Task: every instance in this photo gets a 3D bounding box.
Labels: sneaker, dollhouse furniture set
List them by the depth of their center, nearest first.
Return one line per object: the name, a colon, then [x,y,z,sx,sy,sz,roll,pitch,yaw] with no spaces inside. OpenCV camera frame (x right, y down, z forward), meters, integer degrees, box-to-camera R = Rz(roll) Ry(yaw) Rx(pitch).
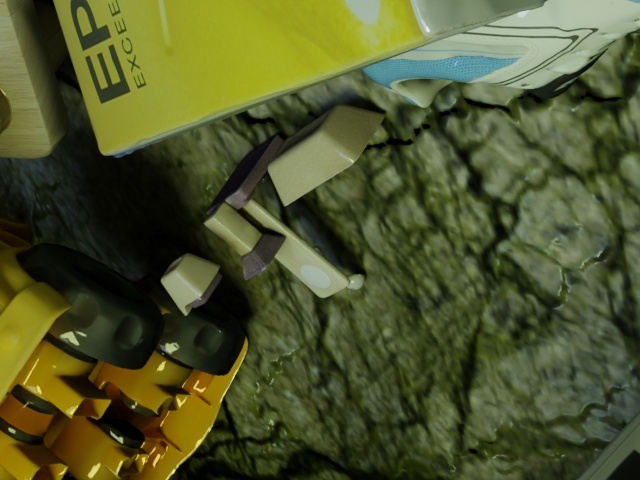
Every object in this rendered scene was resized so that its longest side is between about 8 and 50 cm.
sneaker: [0.093,-0.094,0.633,0.086,0.085,0.237,49,152,-23]
dollhouse furniture set: [0.000,0.000,0.846,0.081,0.091,0.114,41,146,-13]

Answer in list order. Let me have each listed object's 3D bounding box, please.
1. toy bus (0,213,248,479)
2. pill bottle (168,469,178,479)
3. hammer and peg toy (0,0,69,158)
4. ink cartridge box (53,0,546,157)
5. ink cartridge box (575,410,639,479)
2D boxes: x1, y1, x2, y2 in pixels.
toy bus: [-0.174,0.050,0.958,0.211,0.149,0.220,35,-171,24]
pill bottle: [-0.291,0.070,1.124,0.392,0.224,0.224,49,147,5]
hammer and peg toy: [-0.316,-0.161,0.918,0.361,0.127,0.266,5,128,23]
ink cartridge box: [-0.073,-0.191,0.678,0.307,0.072,0.303,-15,94,53]
ink cartridge box: [0.100,0.192,0.813,0.069,0.176,0.371,40,146,15]
